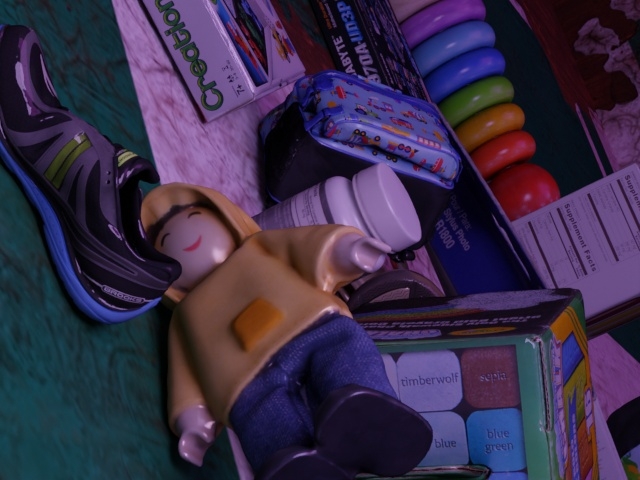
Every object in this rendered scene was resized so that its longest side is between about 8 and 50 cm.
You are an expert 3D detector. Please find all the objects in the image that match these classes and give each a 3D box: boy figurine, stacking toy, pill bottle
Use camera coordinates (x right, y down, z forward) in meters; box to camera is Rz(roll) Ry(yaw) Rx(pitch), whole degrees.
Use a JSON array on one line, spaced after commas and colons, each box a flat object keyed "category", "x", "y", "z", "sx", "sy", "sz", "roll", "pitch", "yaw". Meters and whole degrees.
[{"category": "boy figurine", "x": -0.033, "y": 0.050, "z": 1.034, "sx": 0.092, "sy": 0.177, "sz": 0.285, "roll": 38, "pitch": 11, "yaw": -41}, {"category": "stacking toy", "x": 0.192, "y": -0.158, "z": 2.030, "sx": 0.330, "sy": 0.141, "sz": 0.141, "roll": 62, "pitch": 16, "yaw": 9}, {"category": "pill bottle", "x": 0.000, "y": 0.000, "z": 1.251, "sx": 0.078, "sy": 0.137, "sz": 0.078, "roll": 55, "pitch": 19, "yaw": -29}]

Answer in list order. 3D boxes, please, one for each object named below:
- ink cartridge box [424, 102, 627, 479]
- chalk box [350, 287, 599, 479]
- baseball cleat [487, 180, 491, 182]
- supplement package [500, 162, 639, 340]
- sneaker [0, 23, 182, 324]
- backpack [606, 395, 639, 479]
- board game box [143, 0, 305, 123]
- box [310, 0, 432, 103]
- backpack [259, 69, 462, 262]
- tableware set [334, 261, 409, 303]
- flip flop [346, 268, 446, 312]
[{"category": "ink cartridge box", "x": 0.171, "y": 0.093, "z": 1.485, "sx": 0.330, "sy": 0.071, "sz": 0.324, "roll": 62, "pitch": 2, "yaw": -43}, {"category": "chalk box", "x": 0.081, "y": 0.143, "z": 1.141, "sx": 0.289, "sy": 0.180, "sz": 0.179, "roll": -22, "pitch": 107, "yaw": -72}, {"category": "baseball cleat", "x": 0.227, "y": -0.117, "z": 2.279, "sx": 0.206, "sy": 0.072, "sz": 0.109, "roll": 29, "pitch": 52, "yaw": -56}, {"category": "supplement package", "x": 0.276, "y": 0.036, "z": 1.857, "sx": 0.139, "sy": 0.244, "sz": 0.134, "roll": 21, "pitch": 45, "yaw": -66}, {"category": "sneaker", "x": -0.139, "y": -0.045, "z": 0.997, "sx": 0.188, "sy": 0.078, "sz": 0.067, "roll": 63, "pitch": 16, "yaw": 0}, {"category": "backpack", "x": 0.385, "y": 0.353, "z": 1.587, "sx": 0.355, "sy": 0.273, "sz": 0.290, "roll": 50, "pitch": 1, "yaw": 42}, {"category": "board game box", "x": -0.120, "y": -0.254, "z": 1.411, "sx": 0.305, "sy": 0.053, "sz": 0.193, "roll": 63, "pitch": 16, "yaw": -4}, {"category": "box", "x": 0.050, "y": -0.236, "z": 1.909, "sx": 0.175, "sy": 0.051, "sz": 0.220, "roll": 19, "pitch": 47, "yaw": -68}, {"category": "backpack", "x": 0.029, "y": -0.082, "z": 1.448, "sx": 0.158, "sy": 0.117, "sz": 0.173, "roll": 20, "pitch": 26, "yaw": -18}, {"category": "tableware set", "x": 0.029, "y": 0.016, "z": 1.499, "sx": 0.128, "sy": 0.039, "sz": 0.194, "roll": 41, "pitch": 20, "yaw": -27}, {"category": "flip flop", "x": 0.087, "y": 0.107, "z": 1.410, "sx": 0.277, "sy": 0.112, "sz": 0.080, "roll": 53, "pitch": 19, "yaw": -48}]
